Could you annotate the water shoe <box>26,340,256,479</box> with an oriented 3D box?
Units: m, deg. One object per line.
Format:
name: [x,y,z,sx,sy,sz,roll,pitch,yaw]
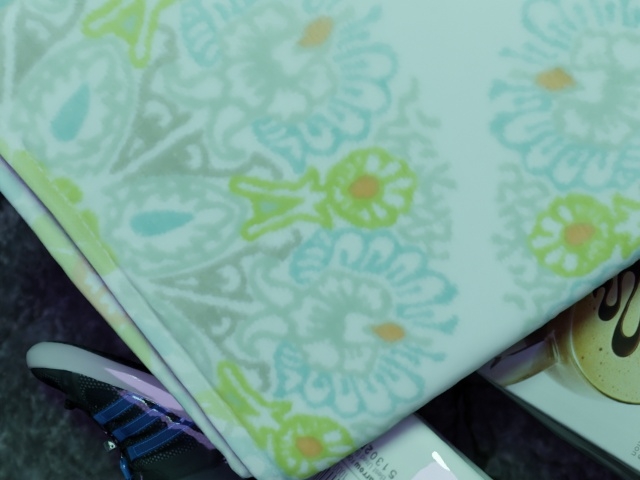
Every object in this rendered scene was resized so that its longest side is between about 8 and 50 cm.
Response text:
water shoe: [-0.107,0.125,0.801,0.203,0.073,0.080,19,84,17]

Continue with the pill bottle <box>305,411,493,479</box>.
pill bottle: [0.008,0.210,0.724,0.131,0.131,0.229,42,88,18]

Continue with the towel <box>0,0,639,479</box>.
towel: [0.015,-0.084,0.639,0.374,0.090,0.320,-36,105,12]

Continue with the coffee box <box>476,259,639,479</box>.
coffee box: [0.248,0.005,0.695,0.297,0.119,0.168,-55,42,-4]
